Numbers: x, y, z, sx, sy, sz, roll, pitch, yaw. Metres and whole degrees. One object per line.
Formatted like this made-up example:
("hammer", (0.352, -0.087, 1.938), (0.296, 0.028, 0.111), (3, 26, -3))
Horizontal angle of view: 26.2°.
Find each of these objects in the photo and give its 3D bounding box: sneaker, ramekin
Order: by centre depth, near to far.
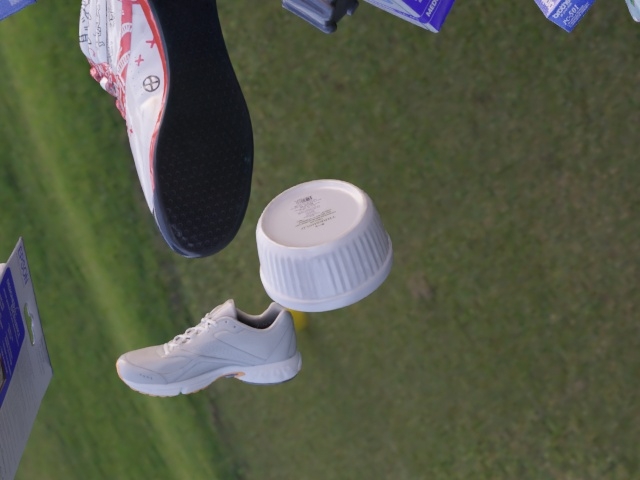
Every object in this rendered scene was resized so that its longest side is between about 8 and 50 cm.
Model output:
("sneaker", (-0.131, -0.117, 1.131), (0.145, 0.090, 0.270), (-9, 90, 63))
("sneaker", (-0.159, 0.141, 1.941), (0.099, 0.262, 0.121), (-118, 24, -62))
("ramekin", (0.000, 0.000, 2.068), (0.207, 0.207, 0.109), (35, 151, 46))

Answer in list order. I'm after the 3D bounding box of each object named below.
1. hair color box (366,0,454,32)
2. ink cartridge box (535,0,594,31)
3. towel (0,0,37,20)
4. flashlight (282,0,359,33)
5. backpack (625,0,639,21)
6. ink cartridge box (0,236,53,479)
("hair color box", (-0.030, -0.273, 0.967), (0.185, 0.110, 0.339), (29, -178, 31))
("ink cartridge box", (0.333, -0.381, 1.928), (0.046, 0.097, 0.207), (27, -156, -25))
("towel", (-0.442, -0.312, 1.375), (0.285, 0.209, 0.034), (58, -168, -12))
("flashlight", (-0.094, -0.313, 1.368), (0.304, 0.103, 0.103), (36, 162, 13))
("backpack", (0.498, -0.398, 1.928), (0.166, 0.144, 0.188), (67, 159, -4))
("ink cartridge box", (-0.335, 0.137, 1.412), (0.208, 0.045, 0.206), (-79, -11, -51))
